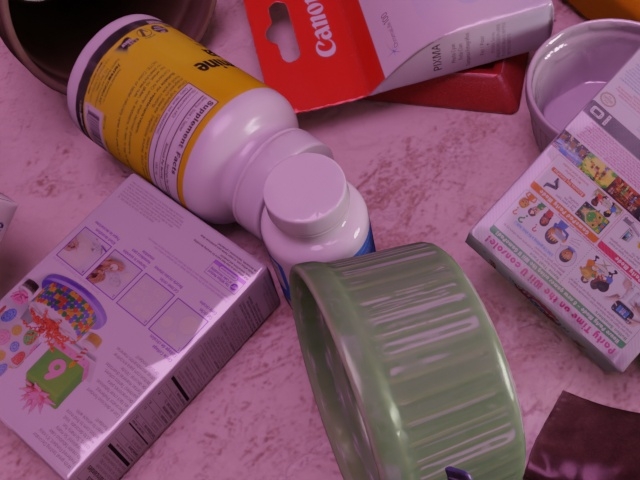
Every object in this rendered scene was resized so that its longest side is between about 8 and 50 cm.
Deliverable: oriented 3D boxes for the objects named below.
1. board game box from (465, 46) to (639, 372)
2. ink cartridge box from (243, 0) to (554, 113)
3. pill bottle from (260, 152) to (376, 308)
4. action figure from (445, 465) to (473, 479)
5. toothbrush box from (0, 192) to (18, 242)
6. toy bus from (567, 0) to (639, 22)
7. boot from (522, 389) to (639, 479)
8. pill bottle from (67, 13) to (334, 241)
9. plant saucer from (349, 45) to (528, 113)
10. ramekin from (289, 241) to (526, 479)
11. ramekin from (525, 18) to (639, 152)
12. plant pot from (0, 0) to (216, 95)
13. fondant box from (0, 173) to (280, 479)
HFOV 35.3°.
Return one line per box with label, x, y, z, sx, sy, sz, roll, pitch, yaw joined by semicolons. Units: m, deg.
board game box;0.344;-0.040;1.116;0.224;0.097;0.303;43;89;7
ink cartridge box;0.085;-0.352;1.381;0.384;0.091;0.308;-15;58;-1
pill bottle;0.000;0.000;1.160;0.124;0.221;0.124;-4;59;7
action figure;0.123;0.347;0.932;0.330;0.341;0.178;-34;21;-19
toothbrush box;-0.536;0.033;1.222;0.216;0.126;0.296;28;94;23
toy bus;0.453;-0.315;1.339;0.130;0.108;0.333;-33;60;-10
boot;0.348;0.198;1.043;0.206;0.090;0.248;25;52;23
pill bottle;-0.151;-0.140;1.291;0.334;0.188;0.188;35;70;25
plant saucer;0.167;-0.304;1.419;0.259;0.048;0.259;8;61;13
ramekin;0.085;0.148;1.019;0.148;0.303;0.303;-17;58;-9
ramekin;0.362;-0.166;1.265;0.207;0.109;0.207;-5;59;8
plant pot;-0.354;-0.392;1.434;0.323;0.323;0.280;-42;46;-16
fondant box;-0.247;0.108;1.212;0.238;0.096;0.330;34;69;26
